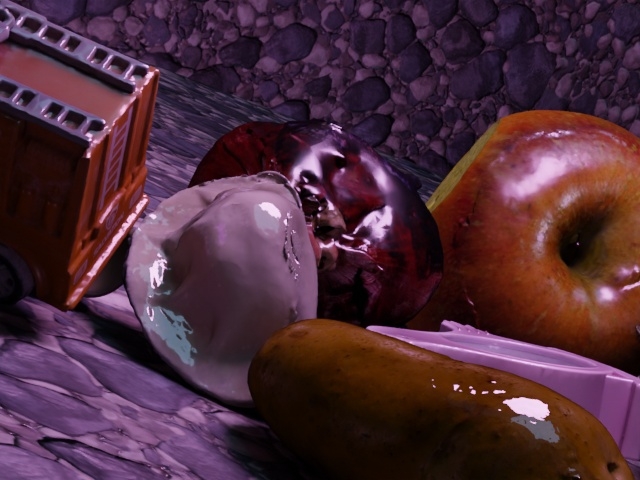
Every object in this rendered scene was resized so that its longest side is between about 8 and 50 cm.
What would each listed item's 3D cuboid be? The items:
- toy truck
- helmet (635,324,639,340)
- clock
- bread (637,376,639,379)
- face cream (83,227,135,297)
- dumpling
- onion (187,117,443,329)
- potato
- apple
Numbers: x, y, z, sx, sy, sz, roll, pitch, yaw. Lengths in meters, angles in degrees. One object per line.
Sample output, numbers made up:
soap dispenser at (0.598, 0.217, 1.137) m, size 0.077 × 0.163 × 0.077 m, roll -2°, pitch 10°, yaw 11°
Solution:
toy truck at (-0.331, -0.119, 1.516) m, size 0.387 × 0.207 × 0.173 m, roll 24°, pitch 45°, yaw 6°
helmet at (0.412, 0.216, 1.993) m, size 0.257 × 0.137 × 0.204 m, roll 33°, pitch 9°, yaw 5°
clock at (0.151, 0.134, 1.831) m, size 0.275 × 0.080 × 0.290 m, roll 10°, pitch 2°, yaw -15°
bread at (0.382, 0.189, 2.396) m, size 0.083 × 0.044 × 0.110 m, roll 15°, pitch 15°, yaw -44°
face cream at (-0.283, -0.028, 1.765) m, size 0.137 × 0.084 × 0.341 m, roll 21°, pitch 2°, yaw -35°
dumpling at (-0.086, 0.032, 1.614) m, size 0.172 × 0.142 × 0.247 m, roll 3°, pitch 51°, yaw -7°
onion at (-0.003, 0.001, 1.859) m, size 0.281 × 0.221 × 0.281 m, roll 22°, pitch -5°, yaw 2°
potato at (0.091, 0.156, 1.424) m, size 0.369 × 0.176 × 0.195 m, roll 26°, pitch 35°, yaw 34°
apple at (0.257, 0.028, 2.230) m, size 0.384 × 0.374 × 0.374 m, roll -20°, pitch 26°, yaw -17°
